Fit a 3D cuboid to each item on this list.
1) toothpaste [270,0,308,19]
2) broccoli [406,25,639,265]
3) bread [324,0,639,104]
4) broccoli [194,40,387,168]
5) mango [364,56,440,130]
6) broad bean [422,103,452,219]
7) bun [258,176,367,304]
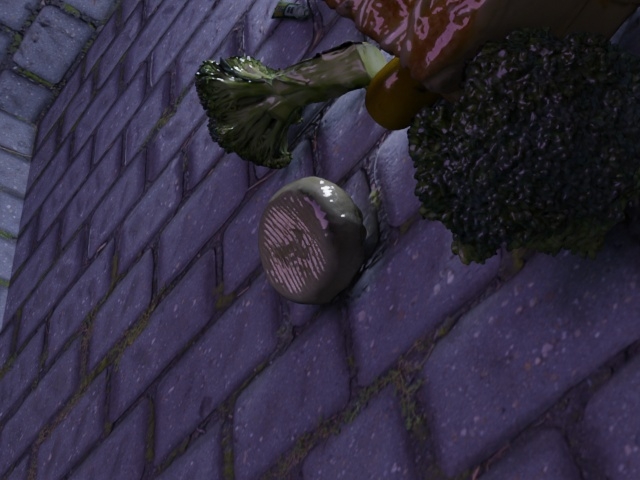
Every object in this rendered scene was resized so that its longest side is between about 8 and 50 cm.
[{"bbox_3d":[-0.067,-0.502,2.215,0.049,0.032,0.204,-62,25,3],"label":"toothpaste"},{"bbox_3d":[0.241,-0.094,1.129,0.235,0.288,0.259,-100,6,-49],"label":"broccoli"},{"bbox_3d":[0.210,-0.377,1.298,0.390,0.279,0.371,-54,53,15],"label":"bread"},{"bbox_3d":[-0.033,-0.270,1.851,0.362,0.252,0.221,-3,64,21],"label":"broccoli"},{"bbox_3d":[0.152,-0.254,1.552,0.195,0.098,0.137,-46,0,10],"label":"mango"},{"bbox_3d":[0.170,-0.128,1.488,0.061,0.046,0.195,135,148,-62],"label":"broad bean"},{"bbox_3d":[0.000,0.000,1.602,0.222,0.128,0.222,10,103,48],"label":"bun"}]
